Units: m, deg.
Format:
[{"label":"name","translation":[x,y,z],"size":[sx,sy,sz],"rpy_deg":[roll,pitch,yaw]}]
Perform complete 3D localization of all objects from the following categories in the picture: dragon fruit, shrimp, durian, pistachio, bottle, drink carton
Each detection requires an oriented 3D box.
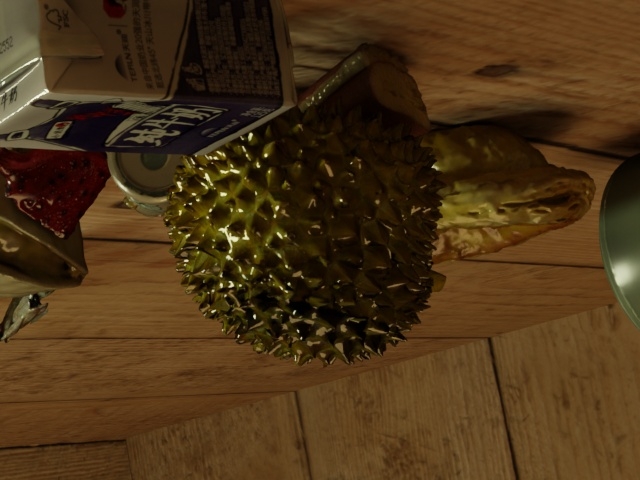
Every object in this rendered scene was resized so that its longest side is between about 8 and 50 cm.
[{"label":"dragon fruit","translation":[-0.246,-0.071,1.612],"size":[0.063,0.097,0.131],"rpy_deg":[-19,145,23]},{"label":"shrimp","translation":[-0.336,0.059,2.066],"size":[0.047,0.126,0.223],"rpy_deg":[34,151,-12]},{"label":"durian","translation":[-0.011,0.001,1.507],"size":[0.258,0.258,0.293],"rpy_deg":[-12,160,7]},{"label":"pistachio","translation":[-0.302,-0.005,1.689],"size":[0.152,0.126,0.223],"rpy_deg":[30,-179,15]},{"label":"bottle","translation":[-0.147,-0.065,1.647],"size":[0.099,0.099,0.152],"rpy_deg":[-10,170,-1]},{"label":"drink carton","translation":[-0.147,-0.132,1.306],"size":[0.222,0.101,0.134],"rpy_deg":[0,167,-37]}]

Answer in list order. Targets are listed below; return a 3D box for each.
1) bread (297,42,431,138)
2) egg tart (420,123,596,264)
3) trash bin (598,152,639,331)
[{"label":"bread","translation":[0.038,-0.123,1.593],"size":[0.119,0.067,0.192],"rpy_deg":[6,161,-29]},{"label":"egg tart","translation":[0.149,-0.049,1.924],"size":[0.319,0.128,0.319],"rpy_deg":[-11,171,-2]},{"label":"trash bin","translation":[0.534,-0.025,2.032],"size":[0.280,0.280,0.432],"rpy_deg":[-2,163,-39]}]
